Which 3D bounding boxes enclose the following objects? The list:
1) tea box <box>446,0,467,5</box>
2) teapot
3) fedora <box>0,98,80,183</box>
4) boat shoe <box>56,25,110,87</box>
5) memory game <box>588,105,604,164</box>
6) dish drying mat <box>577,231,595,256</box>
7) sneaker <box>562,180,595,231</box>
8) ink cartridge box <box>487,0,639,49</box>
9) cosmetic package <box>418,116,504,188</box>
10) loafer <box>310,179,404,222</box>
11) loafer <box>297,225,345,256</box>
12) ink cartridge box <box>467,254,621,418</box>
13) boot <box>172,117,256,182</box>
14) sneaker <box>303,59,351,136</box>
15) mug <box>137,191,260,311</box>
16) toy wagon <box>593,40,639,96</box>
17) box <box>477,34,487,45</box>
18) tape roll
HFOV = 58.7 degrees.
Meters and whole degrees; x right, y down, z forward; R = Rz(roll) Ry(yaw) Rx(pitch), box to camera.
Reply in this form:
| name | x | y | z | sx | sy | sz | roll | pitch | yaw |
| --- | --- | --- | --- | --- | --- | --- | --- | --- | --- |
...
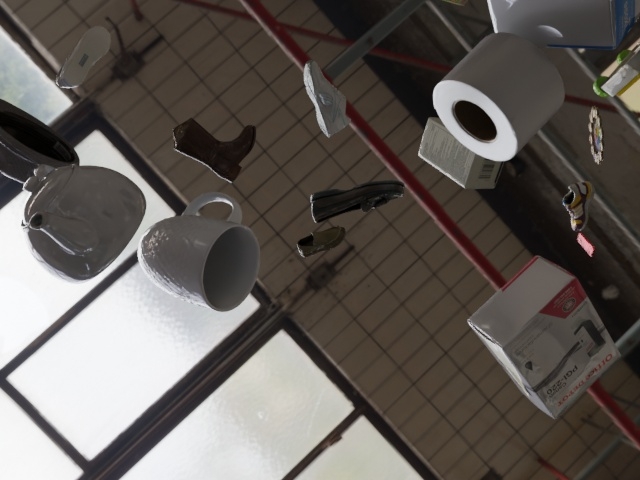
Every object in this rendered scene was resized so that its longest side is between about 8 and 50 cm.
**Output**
| name | x | y | z | sx | sy | sz | roll | pitch | yaw |
| --- | --- | --- | --- | --- | --- | --- | --- | --- | --- |
| tea box | 0.328 | -0.835 | 1.471 | 0.329 | 0.324 | 0.219 | -51 | 60 | 41 |
| teapot | -0.472 | -0.056 | 1.079 | 0.256 | 0.252 | 0.187 | -18 | 132 | 39 |
| fedora | -0.789 | -0.239 | 1.510 | 0.275 | 0.124 | 0.243 | 34 | -165 | -36 |
| boat shoe | -0.566 | -0.434 | 1.355 | 0.063 | 0.184 | 0.066 | 1 | 154 | 36 |
| memory game | 0.870 | -0.331 | 1.795 | 0.186 | 0.012 | 0.186 | -7 | -90 | -74 |
| dish drying mat | 0.755 | 0.011 | 1.619 | 0.083 | 0.008 | 0.032 | -101 | 12 | -54 |
| sneaker | 0.817 | -0.108 | 1.836 | 0.069 | 0.084 | 0.185 | -99 | 4 | -55 |
| ink cartridge box | 0.613 | -0.622 | 1.300 | 0.286 | 0.395 | 0.166 | 22 | 152 | 43 |
| cosmetic package | 0.475 | -0.300 | 1.931 | 0.296 | 0.129 | 0.153 | -127 | 42 | -51 |
| loafer | 0.102 | -0.101 | 1.564 | 0.096 | 0.268 | 0.084 | 37 | -132 | -63 |
| loafer | 0.000 | 0.000 | 1.555 | 0.050 | 0.148 | 0.056 | 44 | -155 | -44 |
| ink cartridge box | 0.360 | 0.157 | 0.907 | 0.218 | 0.158 | 0.092 | 48 | 178 | -32 |
| boot | -0.159 | -0.157 | 0.853 | 0.114 | 0.106 | 0.037 | 32 | 155 | -32 |
| sneaker | 0.012 | -0.278 | 1.093 | 0.053 | 0.061 | 0.152 | 52 | 167 | 57 |
| mug | -0.386 | 0.012 | 1.820 | 0.328 | 0.373 | 0.276 | 13 | 160 | 30 |
| toy wagon | 0.837 | -0.507 | 1.420 | 0.068 | 0.344 | 0.267 | 43 | 164 | 7 |
| box | 0.509 | -0.459 | 1.477 | 0.159 | 0.044 | 0.233 | 39 | -155 | 20 |
| tape roll | 0.408 | -0.328 | 1.317 | 0.246 | 0.169 | 0.246 | 44 | 171 | 9 |
